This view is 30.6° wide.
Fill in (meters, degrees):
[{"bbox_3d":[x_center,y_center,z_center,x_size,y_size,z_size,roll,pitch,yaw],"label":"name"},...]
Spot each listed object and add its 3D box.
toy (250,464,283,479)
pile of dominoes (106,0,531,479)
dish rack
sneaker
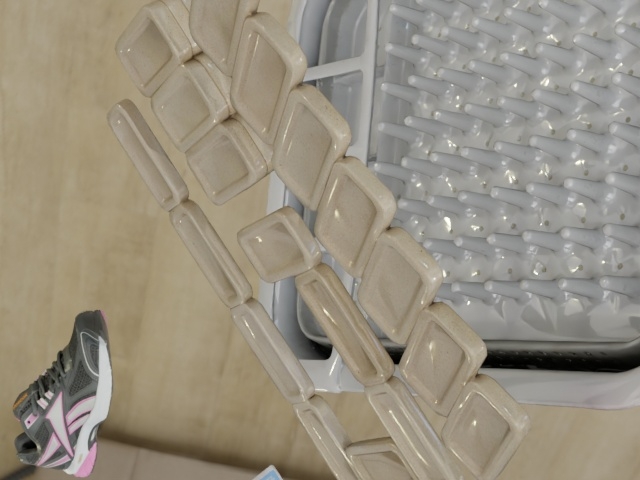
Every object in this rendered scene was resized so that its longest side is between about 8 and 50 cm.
[{"bbox_3d":[0.002,0.335,1.154,0.056,0.137,0.237,-34,85,25],"label":"toy"},{"bbox_3d":[0.000,0.000,0.518,0.251,0.040,0.196,57,154,-4],"label":"pile of dominoes"},{"bbox_3d":[0.093,-0.053,0.639,0.072,0.285,0.333,12,170,-35],"label":"dish rack"},{"bbox_3d":[-0.228,0.141,1.024,0.077,0.072,0.178,5,120,-20],"label":"sneaker"}]
